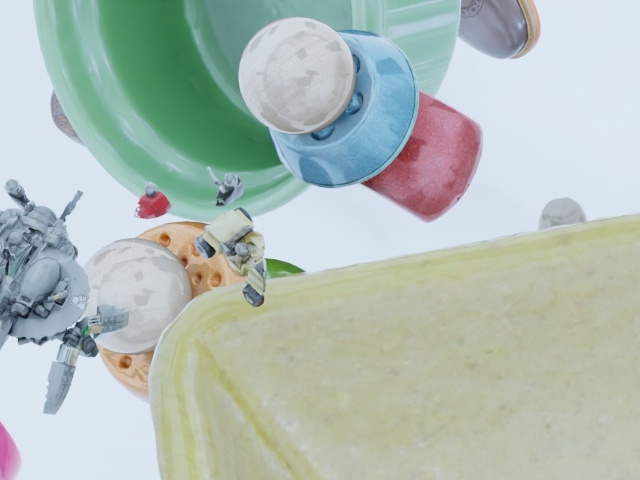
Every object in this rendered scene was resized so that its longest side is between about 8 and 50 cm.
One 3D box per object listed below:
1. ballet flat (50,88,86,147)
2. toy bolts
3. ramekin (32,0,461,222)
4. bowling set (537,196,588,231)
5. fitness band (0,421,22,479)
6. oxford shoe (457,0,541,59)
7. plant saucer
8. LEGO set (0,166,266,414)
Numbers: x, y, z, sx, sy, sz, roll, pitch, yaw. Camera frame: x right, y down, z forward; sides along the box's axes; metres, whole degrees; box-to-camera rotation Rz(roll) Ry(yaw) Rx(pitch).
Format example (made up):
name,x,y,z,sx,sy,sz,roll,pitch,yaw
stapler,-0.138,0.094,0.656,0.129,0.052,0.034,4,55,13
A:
name,x,y,z,sx,sy,sz,roll,pitch,yaw
ballet flat,-0.107,-0.110,1.690,0.316,0.106,0.108,4,110,-42
toy bolts,0.000,0.000,0.914,0.158,0.218,0.229,29,83,-58
ramekin,-0.048,-0.175,1.245,0.148,0.303,0.303,-19,110,-50
bowling set,0.254,0.114,1.562,0.154,0.199,0.287,81,31,-47
fitness band,-0.410,0.143,1.704,0.291,0.209,0.054,39,52,-2
oxford shoe,0.062,-0.293,1.799,0.363,0.130,0.133,39,55,3
plant saucer,0.155,0.124,0.310,0.332,0.333,0.081,-11,136,-4
LEGO set,-0.052,0.003,0.357,0.083,0.054,0.023,-29,152,-15
